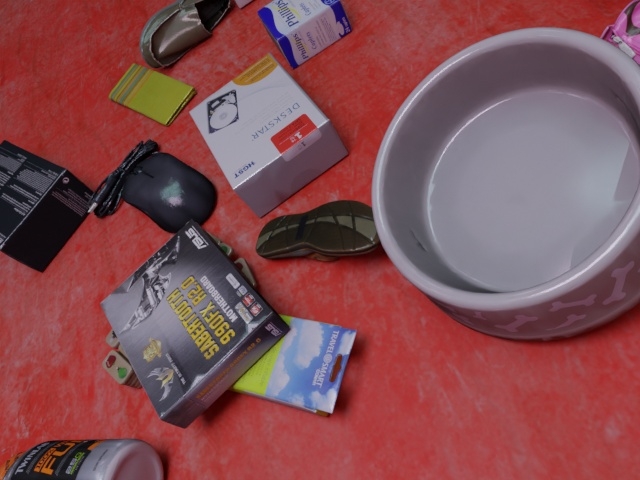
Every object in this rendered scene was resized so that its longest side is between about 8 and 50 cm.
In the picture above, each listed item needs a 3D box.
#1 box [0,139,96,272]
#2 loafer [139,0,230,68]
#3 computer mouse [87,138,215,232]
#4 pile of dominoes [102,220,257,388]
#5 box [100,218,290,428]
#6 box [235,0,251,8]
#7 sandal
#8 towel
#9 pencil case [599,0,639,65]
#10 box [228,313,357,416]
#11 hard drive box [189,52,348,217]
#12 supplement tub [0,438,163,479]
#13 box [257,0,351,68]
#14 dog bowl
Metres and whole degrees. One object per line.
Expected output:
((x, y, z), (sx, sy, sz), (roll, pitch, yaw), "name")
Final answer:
((-0.593, -0.074, 1.022), (0.261, 0.103, 0.184), (23, 69, 33), "box")
((-0.293, -0.477, 1.131), (0.087, 0.094, 0.251), (28, 75, 39), "loafer")
((-0.303, -0.098, 0.919), (0.272, 0.072, 0.188), (22, 71, 34), "computer mouse")
((-0.218, 0.101, 0.767), (0.196, 0.040, 0.251), (27, 80, 35), "pile of dominoes")
((-0.178, 0.100, 0.697), (0.183, 0.056, 0.231), (-43, 51, -6), "box")
((-0.160, -0.653, 1.160), (0.181, 0.119, 0.182), (-32, 52, 4), "box")
((0.000, 0.000, 0.732), (0.219, 0.060, 0.090), (-11, 50, 36), "sandal")
((-0.368, -0.317, 1.118), (0.237, 0.021, 0.102), (29, 81, 34), "towel")
((0.452, -0.219, 0.629), (0.098, 0.095, 0.209), (-12, 45, -25), "pencil case")
((-0.042, 0.153, 0.661), (0.178, 0.042, 0.109), (6, 64, 28), "box")
((-0.092, -0.180, 0.860), (0.181, 0.089, 0.232), (-36, 53, 2), "hard drive box")
((-0.305, 0.310, 0.643), (0.190, 0.117, 0.117), (-9, 58, 19), "supplement tub")
((-0.032, -0.421, 0.989), (0.137, 0.072, 0.126), (-32, 52, 5), "box")
((0.208, -0.069, 0.570), (0.349, 0.102, 0.349), (-13, 69, 37), "dog bowl")
